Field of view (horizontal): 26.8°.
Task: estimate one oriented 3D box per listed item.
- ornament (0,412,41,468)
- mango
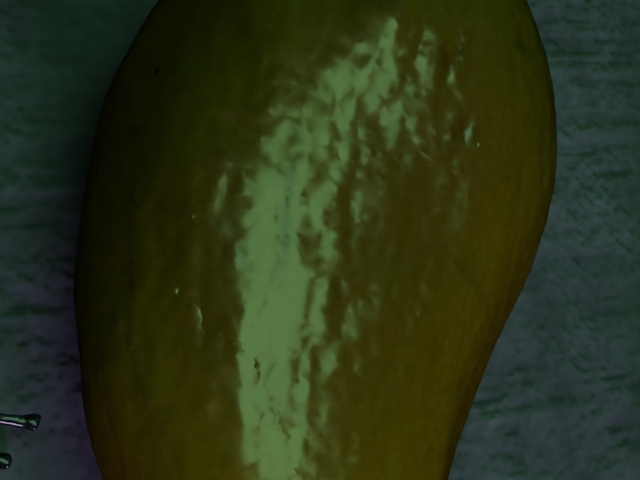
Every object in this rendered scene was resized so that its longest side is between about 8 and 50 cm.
[{"bbox_3d":[-0.173,0.067,0.502,0.125,0.028,0.073,36,59,-18],"label":"ornament"},{"bbox_3d":[-0.006,-0.006,0.559,0.195,0.142,0.332,28,64,-15],"label":"mango"}]
